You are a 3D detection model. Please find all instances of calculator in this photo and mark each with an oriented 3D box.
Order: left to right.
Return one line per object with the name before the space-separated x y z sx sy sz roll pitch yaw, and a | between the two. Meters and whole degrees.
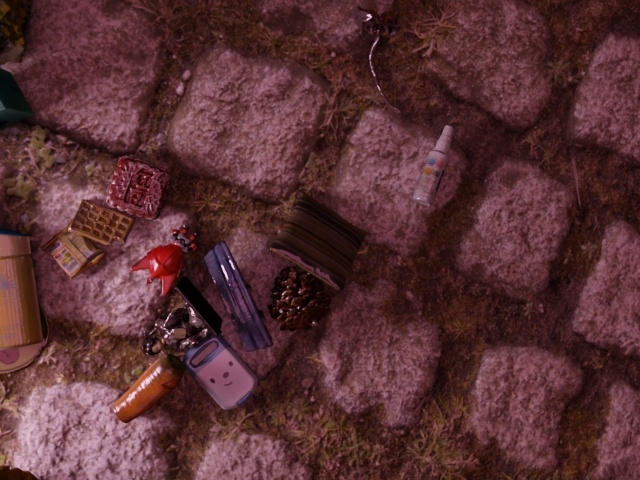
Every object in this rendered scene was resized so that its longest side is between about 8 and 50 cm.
calculator | -0.253 0.328 1.548 0.121 0.039 0.210 -41 97 -9

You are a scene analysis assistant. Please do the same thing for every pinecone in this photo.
pinecone | -0.056 0.144 1.530 0.174 0.173 0.173 0 91 -11

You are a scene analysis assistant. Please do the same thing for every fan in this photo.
fan | -0.795 0.240 1.456 0.230 0.011 0.335 40 82 -9

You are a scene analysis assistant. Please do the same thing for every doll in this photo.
doll | -0.370 0.040 1.510 0.109 0.057 0.169 40 85 -7

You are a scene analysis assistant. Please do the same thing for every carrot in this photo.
carrot | -0.414 0.361 1.498 0.087 0.087 0.193 44 94 -9

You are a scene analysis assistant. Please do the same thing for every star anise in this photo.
star anise | 0.165 -0.484 1.625 0.148 0.219 0.227 -26 141 -38

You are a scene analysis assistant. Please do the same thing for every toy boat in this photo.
toy boat | -0.200 0.139 1.511 0.078 0.127 0.282 -25 97 -4

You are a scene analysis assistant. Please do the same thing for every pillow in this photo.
pillow | 0.000 0.000 1.549 0.208 0.052 0.212 32 53 -8

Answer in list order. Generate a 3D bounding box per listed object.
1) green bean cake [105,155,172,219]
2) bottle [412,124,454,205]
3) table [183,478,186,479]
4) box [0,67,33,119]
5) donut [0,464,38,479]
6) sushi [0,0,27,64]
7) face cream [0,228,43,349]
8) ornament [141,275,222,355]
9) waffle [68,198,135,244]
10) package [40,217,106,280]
green bean cake | -0.440 -0.127 1.494 0.136 0.056 0.135 19 86 -11
bottle | 0.308 -0.202 1.635 0.060 0.060 0.217 20 88 -11
table | -0.334 0.678 1.458 0.167 0.198 0.166 0 91 -11
box | -0.754 -0.281 1.301 0.205 0.311 0.118 -26 105 -10
donut | -0.684 0.651 1.318 0.170 0.360 0.360 -26 96 -7
sushi | -0.790 -0.479 1.250 0.351 0.396 0.240 -35 94 -20
face cream | -0.736 0.108 1.427 0.140 0.067 0.284 -8 91 -14
ornament | -0.357 0.217 1.483 0.196 0.153 0.166 -39 97 1
waffle | -0.528 -0.038 1.486 0.135 0.021 0.092 23 68 -10
package | -0.596 0.024 1.480 0.108 0.031 0.120 -43 91 -9
